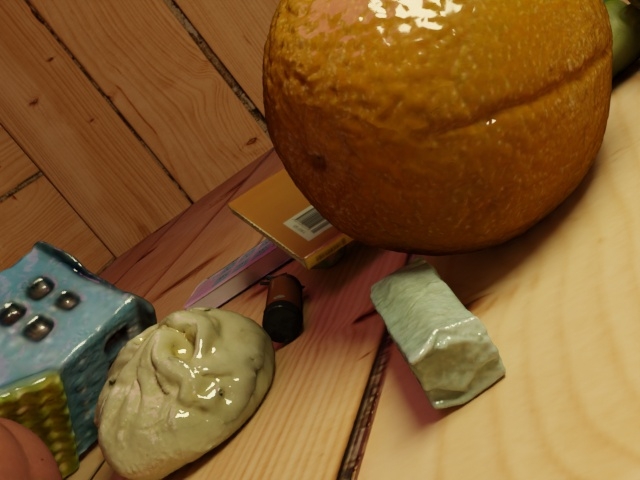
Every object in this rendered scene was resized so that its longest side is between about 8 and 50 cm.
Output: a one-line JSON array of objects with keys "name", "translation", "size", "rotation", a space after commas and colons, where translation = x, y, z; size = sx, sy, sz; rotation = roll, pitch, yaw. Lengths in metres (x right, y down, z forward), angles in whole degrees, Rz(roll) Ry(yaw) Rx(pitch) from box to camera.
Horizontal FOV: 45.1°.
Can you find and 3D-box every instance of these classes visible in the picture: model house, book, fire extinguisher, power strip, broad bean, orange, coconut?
[{"name": "model house", "translation": [-0.394, 0.187, 1.020], "size": [0.303, 0.215, 0.237], "rotation": [-46, -24, -41]}, {"name": "book", "translation": [0.071, -0.107, 1.099], "size": [0.374, 0.028, 0.262], "rotation": [-33, 29, -15]}, {"name": "fire extinguisher", "translation": [-0.051, 0.077, 0.997], "size": [0.062, 0.050, 0.177], "rotation": [5, 14, -3]}, {"name": "power strip", "translation": [-0.121, 0.046, 1.337], "size": [0.279, 0.037, 0.109], "rotation": [-33, 14, 21]}, {"name": "broad bean", "translation": [0.331, -0.219, 0.930], "size": [0.174, 0.082, 0.124], "rotation": [-48, -10, -13]}, {"name": "orange", "translation": [0.119, -0.155, 0.744], "size": [0.357, 0.322, 0.322], "rotation": [-37, 10, -37]}, {"name": "coconut", "translation": [0.000, 0.000, 1.083], "size": [0.083, 0.082, 0.081], "rotation": [-32, -22, -14]}]

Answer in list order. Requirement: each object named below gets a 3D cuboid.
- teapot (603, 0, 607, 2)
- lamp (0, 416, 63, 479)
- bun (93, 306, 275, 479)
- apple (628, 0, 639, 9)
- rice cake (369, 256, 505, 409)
[{"name": "teapot", "translation": [0.342, -0.380, 1.171], "size": [0.171, 0.203, 0.225], "rotation": [-35, -22, -23]}, {"name": "lamp", "translation": [-0.407, 0.303, 0.761], "size": [0.305, 0.239, 0.305], "rotation": [-14, -28, -8]}, {"name": "bun", "translation": [-0.159, 0.155, 0.851], "size": [0.231, 0.133, 0.231], "rotation": [-34, 13, 9]}, {"name": "apple", "translation": [0.418, -0.309, 0.802], "size": [0.207, 0.174, 0.188], "rotation": [13, -59, -48]}, {"name": "rice cake", "translation": [0.089, 0.068, 0.626], "size": [0.069, 0.063, 0.206], "rotation": [-32, 14, 0]}]
